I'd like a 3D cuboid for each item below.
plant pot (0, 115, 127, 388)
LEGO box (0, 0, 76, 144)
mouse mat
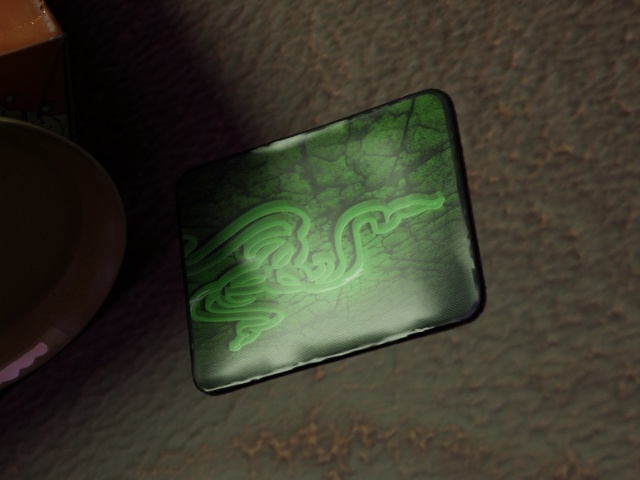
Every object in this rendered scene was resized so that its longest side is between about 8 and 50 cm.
[{"bbox_3d":[-0.230,0.013,1.039,0.236,0.236,0.032,-38,50,9],"label":"plant pot"},{"bbox_3d":[-0.422,-0.177,1.141,0.373,0.193,0.500,-21,56,-19],"label":"LEGO box"},{"bbox_3d":[0.000,0.000,1.061,0.190,0.007,0.152,-18,63,21],"label":"mouse mat"}]
